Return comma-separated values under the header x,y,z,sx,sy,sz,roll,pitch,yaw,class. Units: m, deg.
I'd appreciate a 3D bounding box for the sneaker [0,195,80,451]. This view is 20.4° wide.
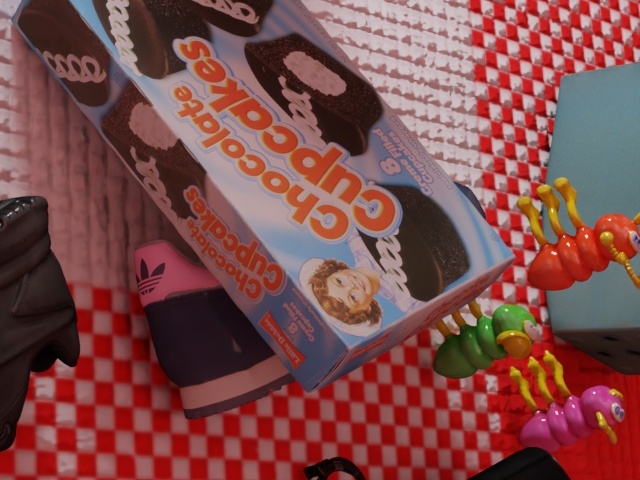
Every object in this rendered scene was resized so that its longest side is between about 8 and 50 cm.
x,y,z,sx,sy,sz,roll,pitch,yaw,class
-0.234,0.082,0.998,0.286,0.109,0.130,-37,112,-42,sneaker

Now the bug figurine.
x,y,z,sx,sy,sz,roll,pitch,yaw,class
0.211,0.081,1.366,0.279,0.216,0.072,41,31,-35,bug figurine

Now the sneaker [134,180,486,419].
x,y,z,sx,sy,sz,roll,pitch,yaw,class
0.000,0.000,1.246,0.319,0.112,0.131,-34,101,-46,sneaker

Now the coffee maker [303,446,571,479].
x,y,z,sx,sy,sz,roll,pitch,yaw,class
0.104,0.213,1.284,0.178,0.120,0.171,-16,90,-47,coffee maker

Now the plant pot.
x,y,z,sx,sy,sz,roll,pitch,yaw,class
0.290,-0.012,1.509,0.166,0.165,0.234,30,67,-36,plant pot

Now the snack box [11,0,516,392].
x,y,z,sx,sy,sz,roll,pitch,yaw,class
-0.036,-0.067,1.176,0.187,0.060,0.322,-27,72,-46,snack box
